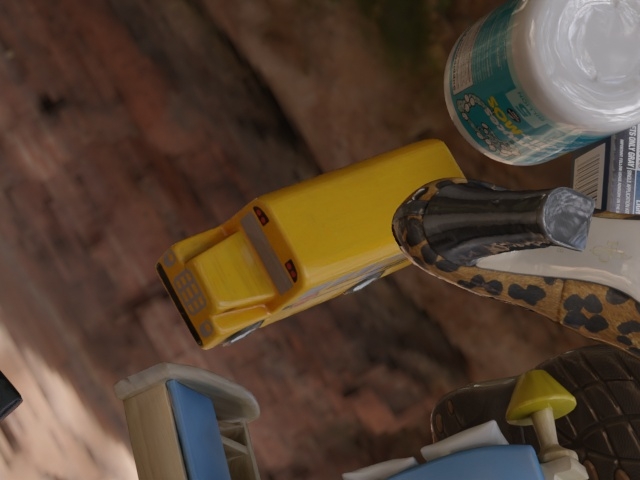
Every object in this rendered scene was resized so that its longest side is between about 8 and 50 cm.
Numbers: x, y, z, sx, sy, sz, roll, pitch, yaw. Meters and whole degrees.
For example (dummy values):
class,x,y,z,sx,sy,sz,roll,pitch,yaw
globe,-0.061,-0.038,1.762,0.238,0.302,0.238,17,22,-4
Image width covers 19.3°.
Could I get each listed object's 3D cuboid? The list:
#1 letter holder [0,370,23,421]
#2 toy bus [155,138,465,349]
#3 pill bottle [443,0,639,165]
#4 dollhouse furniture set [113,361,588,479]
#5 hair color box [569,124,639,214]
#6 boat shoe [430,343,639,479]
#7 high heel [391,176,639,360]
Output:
class,x,y,z,sx,sy,sz,roll,pitch,yaw
letter holder,-0.449,0.200,1.666,0.152,0.302,0.214,50,-34,-7
toy bus,0.000,0.000,1.892,0.130,0.332,0.108,-37,-102,46
pill bottle,0.198,-0.147,1.654,0.146,0.146,0.264,61,-17,-1
dollhouse furniture set,0.062,0.161,1.292,0.286,0.303,0.198,34,37,-59
hair color box,0.422,-0.021,1.862,0.105,0.347,0.174,148,-51,-70
boat shoe,0.215,0.137,1.415,0.324,0.116,0.123,-9,-94,57
high heel,0.178,0.029,1.255,0.261,0.093,0.186,31,-17,-30
